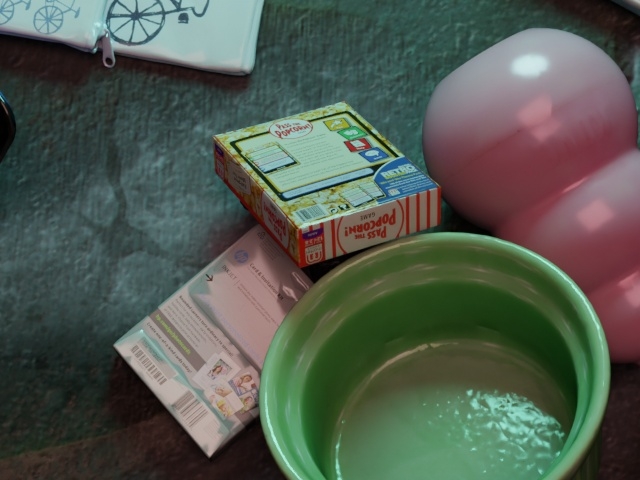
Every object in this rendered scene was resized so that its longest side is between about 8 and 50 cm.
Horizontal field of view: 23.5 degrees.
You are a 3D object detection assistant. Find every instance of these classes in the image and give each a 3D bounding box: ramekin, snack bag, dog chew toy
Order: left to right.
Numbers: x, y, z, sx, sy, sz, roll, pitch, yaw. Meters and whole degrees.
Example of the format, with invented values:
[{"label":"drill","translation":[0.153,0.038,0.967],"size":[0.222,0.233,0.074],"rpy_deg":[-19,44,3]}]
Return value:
[{"label":"snack bag","translation":[-0.201,-0.336,1.592],"size":[0.343,0.037,0.323],"rpy_deg":[12,75,1]},{"label":"ramekin","translation":[0.108,0.156,1.364],"size":[0.303,0.148,0.303],"rpy_deg":[-8,52,10]},{"label":"dog chew toy","translation":[0.238,-0.031,1.447],"size":[0.207,0.206,0.332],"rpy_deg":[-29,85,-9]}]

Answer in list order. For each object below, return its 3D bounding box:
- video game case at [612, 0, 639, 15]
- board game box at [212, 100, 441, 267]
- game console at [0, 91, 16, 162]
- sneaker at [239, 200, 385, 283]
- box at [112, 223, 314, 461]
[{"label":"video game case","translation":[0.373,-0.379,1.583],"size":[0.329,0.036,0.300],"rpy_deg":[29,88,2]},{"label":"board game box","translation":[0.003,-0.058,1.446],"size":[0.147,0.045,0.193],"rpy_deg":[-16,36,-20]},{"label":"game console","translation":[-0.455,-0.129,1.458],"size":[0.250,0.173,0.293],"rpy_deg":[-34,78,-10]},{"label":"sneaker","translation":[0.000,0.001,1.500],"size":[0.170,0.051,0.089],"rpy_deg":[11,70,-2]},{"label":"box","translation":[-0.082,0.097,1.479],"size":[0.186,0.038,0.145],"rpy_deg":[-41,81,-10]}]
